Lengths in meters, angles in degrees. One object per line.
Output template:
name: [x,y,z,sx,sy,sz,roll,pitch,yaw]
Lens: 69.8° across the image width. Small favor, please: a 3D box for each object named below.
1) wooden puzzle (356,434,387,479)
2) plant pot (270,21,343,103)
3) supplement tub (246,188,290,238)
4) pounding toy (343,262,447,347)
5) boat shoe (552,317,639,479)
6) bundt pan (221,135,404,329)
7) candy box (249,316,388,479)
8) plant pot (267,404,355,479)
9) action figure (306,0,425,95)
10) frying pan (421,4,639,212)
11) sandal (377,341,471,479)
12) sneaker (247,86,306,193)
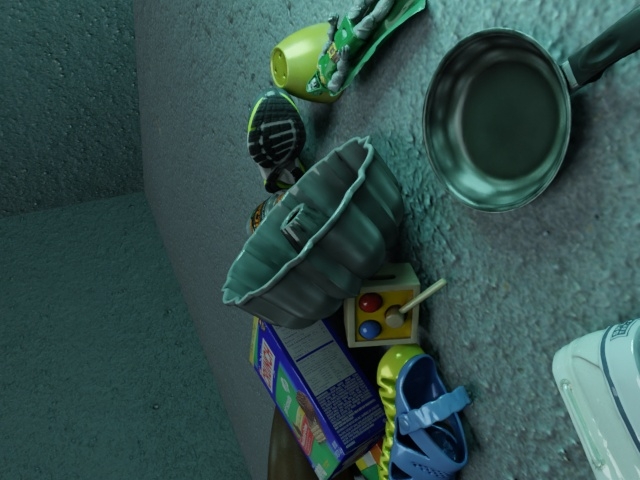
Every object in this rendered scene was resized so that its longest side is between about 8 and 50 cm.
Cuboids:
wooden puzzle: [0.107,0.452,0.993,0.238,0.044,0.221,61,150,25]
plant pot: [-0.029,-0.300,0.790,0.134,0.095,0.134,38,137,48]
supplement tub: [-0.084,-0.044,1.007,0.190,0.117,0.116,-25,82,63]
pounding toy: [0.110,0.099,0.718,0.100,0.141,0.130,-97,4,-65]
boat shoe: [0.310,0.262,0.410,0.156,0.136,0.367,-49,58,59]
bundt pan: [0.000,0.000,0.712,0.124,0.330,0.331,41,159,-17]
candy box: [-0.018,0.291,0.927,0.317,0.122,0.268,54,152,27]
plant pot: [-0.040,0.496,1.150,0.215,0.216,0.230,132,133,-59]
action figure: [0.043,-0.293,0.667,0.232,0.064,0.137,-45,52,49]
frying pan: [0.209,-0.166,0.462,0.197,0.053,0.326,60,148,25]
sandal: [0.172,0.325,0.725,0.138,0.126,0.317,11,116,56]
sneaker: [-0.092,-0.201,0.895,0.300,0.111,0.121,98,157,-69]
